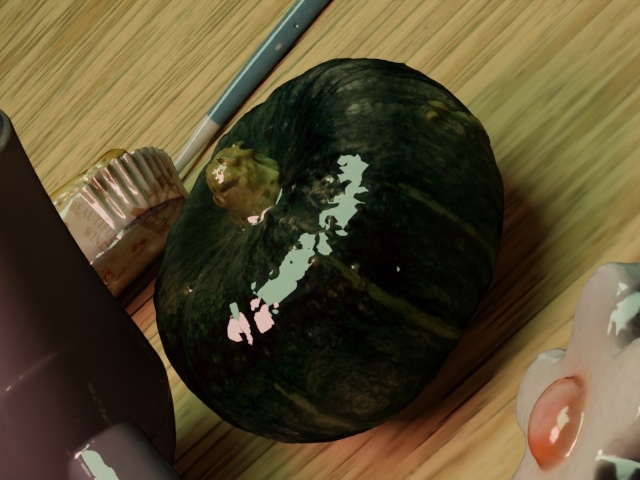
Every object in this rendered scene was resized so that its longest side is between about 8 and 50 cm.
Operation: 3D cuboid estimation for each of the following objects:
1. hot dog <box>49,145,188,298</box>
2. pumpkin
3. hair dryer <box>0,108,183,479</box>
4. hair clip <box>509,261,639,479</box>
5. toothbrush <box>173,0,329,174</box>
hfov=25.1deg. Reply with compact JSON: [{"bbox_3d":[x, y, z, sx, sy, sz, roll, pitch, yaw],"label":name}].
[{"bbox_3d":[-0.200,0.036,1.019,0.268,0.075,0.144,-43,-11,1],"label":"hot dog"},{"bbox_3d":[0.000,0.002,0.753,0.211,0.152,0.212,-46,33,41],"label":"pumpkin"},{"bbox_3d":[-0.077,0.117,0.700,0.121,0.301,0.361,-34,49,-21],"label":"hair dryer"},{"bbox_3d":[0.098,0.133,0.577,0.257,0.075,0.146,-63,19,-12],"label":"hair clip"},{"bbox_3d":[-0.067,-0.106,1.074,0.276,0.019,0.025,-50,24,7],"label":"toothbrush"}]
